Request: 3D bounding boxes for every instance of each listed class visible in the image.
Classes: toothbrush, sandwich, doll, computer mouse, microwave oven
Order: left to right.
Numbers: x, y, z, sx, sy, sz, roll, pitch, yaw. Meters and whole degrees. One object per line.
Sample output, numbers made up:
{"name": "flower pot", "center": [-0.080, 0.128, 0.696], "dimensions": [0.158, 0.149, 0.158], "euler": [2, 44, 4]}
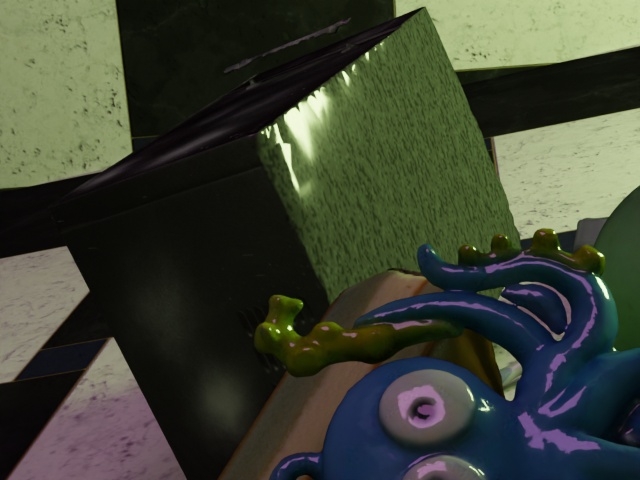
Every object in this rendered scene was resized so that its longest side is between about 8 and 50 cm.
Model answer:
{"name": "microwave oven", "center": [0.000, 0.000, 1.159], "dimensions": [0.236, 0.374, 0.432], "euler": [-15, 17, 31]}
{"name": "sandwich", "center": [0.024, 0.161, 0.835], "dimensions": [0.198, 0.227, 0.155], "euler": [-23, 18, -31]}
{"name": "doll", "center": [0.135, 0.143, 0.687], "dimensions": [0.341, 0.346, 0.099], "euler": [-9, -24, 5]}
{"name": "toothbrush", "center": [0.266, 0.105, 1.198], "dimensions": [0.269, 0.027, 0.021], "euler": [-23, 31, -25]}
{"name": "computer mouse", "center": [0.375, 0.004, 1.371], "dimensions": [0.128, 0.079, 0.231], "euler": [0, 5, 31]}

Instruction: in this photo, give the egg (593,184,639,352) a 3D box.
{"name": "egg", "center": [0.368, 0.030, 1.012], "dimensions": [0.270, 0.220, 0.220], "euler": [-16, 16, -12]}
